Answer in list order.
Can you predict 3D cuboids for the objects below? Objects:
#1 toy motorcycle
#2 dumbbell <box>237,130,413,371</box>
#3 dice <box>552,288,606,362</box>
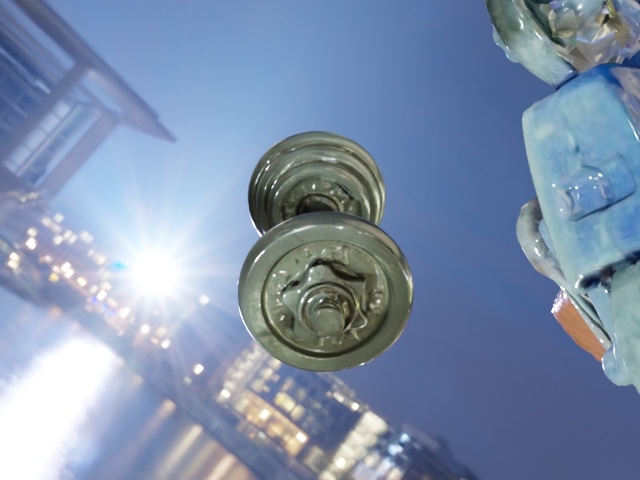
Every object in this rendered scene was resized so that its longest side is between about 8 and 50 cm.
[{"bbox_3d":[0.211,-0.032,0.629,0.241,0.182,0.319,14,57,-65],"label":"toy motorcycle"},{"bbox_3d":[0.000,0.000,1.152,0.179,0.179,0.406,42,15,-18],"label":"dumbbell"},{"bbox_3d":[0.294,0.023,0.804,0.175,0.174,0.179,27,-19,7],"label":"dice"}]
